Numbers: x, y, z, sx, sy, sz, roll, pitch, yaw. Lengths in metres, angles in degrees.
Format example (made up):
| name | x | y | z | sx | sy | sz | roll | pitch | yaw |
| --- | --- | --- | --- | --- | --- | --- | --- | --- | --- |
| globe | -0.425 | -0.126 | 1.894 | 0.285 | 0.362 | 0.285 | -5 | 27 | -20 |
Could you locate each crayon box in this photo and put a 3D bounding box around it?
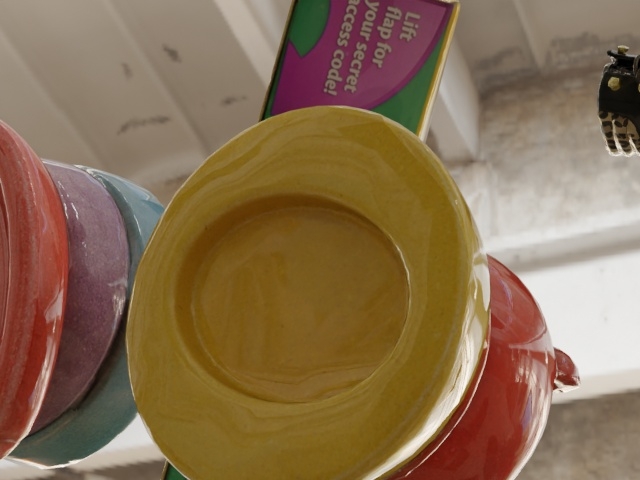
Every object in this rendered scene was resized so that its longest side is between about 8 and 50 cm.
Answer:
| name | x | y | z | sx | sy | sz | roll | pitch | yaw |
| --- | --- | --- | --- | --- | --- | --- | --- | --- | --- |
| crayon box | 0.000 | 0.000 | 0.849 | 0.106 | 0.313 | 0.363 | 16 | -80 | 4 |

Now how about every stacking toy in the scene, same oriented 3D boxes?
| name | x | y | z | sx | sy | sz | roll | pitch | yaw |
| --- | --- | --- | --- | --- | --- | --- | --- | --- | --- |
| stacking toy | -0.074 | 0.097 | 0.437 | 0.309 | 0.280 | 0.130 | 9 | -12 | 37 |

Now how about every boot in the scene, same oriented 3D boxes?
| name | x | y | z | sx | sy | sz | roll | pitch | yaw |
| --- | --- | --- | --- | --- | --- | --- | --- | --- | --- |
| boot | 0.294 | -0.128 | 0.887 | 0.178 | 0.085 | 0.236 | 11 | -31 | 28 |
